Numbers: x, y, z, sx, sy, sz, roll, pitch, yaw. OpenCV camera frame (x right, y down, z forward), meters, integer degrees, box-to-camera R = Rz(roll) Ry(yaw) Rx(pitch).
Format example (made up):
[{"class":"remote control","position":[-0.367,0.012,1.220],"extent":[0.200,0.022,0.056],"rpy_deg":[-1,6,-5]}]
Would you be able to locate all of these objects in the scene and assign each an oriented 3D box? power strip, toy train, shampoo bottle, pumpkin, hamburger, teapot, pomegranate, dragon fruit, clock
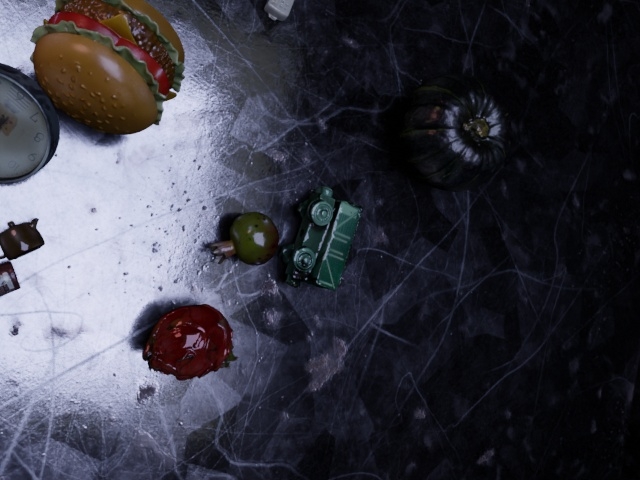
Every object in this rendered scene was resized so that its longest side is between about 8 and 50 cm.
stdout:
[{"class":"power strip","position":[-0.075,-0.668,1.422],"extent":[0.060,0.027,0.252],"rpy_deg":[23,81,-28]},{"class":"toy train","position":[0.000,0.000,1.444],"extent":[0.154,0.115,0.269],"rpy_deg":[22,80,-26]},{"class":"shampoo bottle","position":[-0.701,0.112,1.081],"extent":[0.236,0.067,0.068],"rpy_deg":[-23,84,-25]},{"class":"pumpkin","position":[0.368,-0.294,1.566],"extent":[0.323,0.241,0.323],"rpy_deg":[0,90,-31]},{"class":"hamburger","position":[-0.415,-0.329,1.101],"extent":[0.274,0.274,0.212],"rpy_deg":[34,61,-26]},{"class":"teapot","position":[-0.605,-0.003,1.129],"extent":[0.121,0.076,0.068],"rpy_deg":[-27,96,4]},{"class":"pomegranate","position":[-0.171,0.010,1.343],"extent":[0.159,0.129,0.129],"rpy_deg":[-47,113,-12]},{"class":"dragon fruit","position":[-0.284,0.225,1.262],"extent":[0.209,0.172,0.172],"rpy_deg":[8,88,-44]},{"class":"clock","position":[-0.609,-0.216,1.061],"extent":[0.226,0.049,0.226],"rpy_deg":[-2,115,-3]}]
